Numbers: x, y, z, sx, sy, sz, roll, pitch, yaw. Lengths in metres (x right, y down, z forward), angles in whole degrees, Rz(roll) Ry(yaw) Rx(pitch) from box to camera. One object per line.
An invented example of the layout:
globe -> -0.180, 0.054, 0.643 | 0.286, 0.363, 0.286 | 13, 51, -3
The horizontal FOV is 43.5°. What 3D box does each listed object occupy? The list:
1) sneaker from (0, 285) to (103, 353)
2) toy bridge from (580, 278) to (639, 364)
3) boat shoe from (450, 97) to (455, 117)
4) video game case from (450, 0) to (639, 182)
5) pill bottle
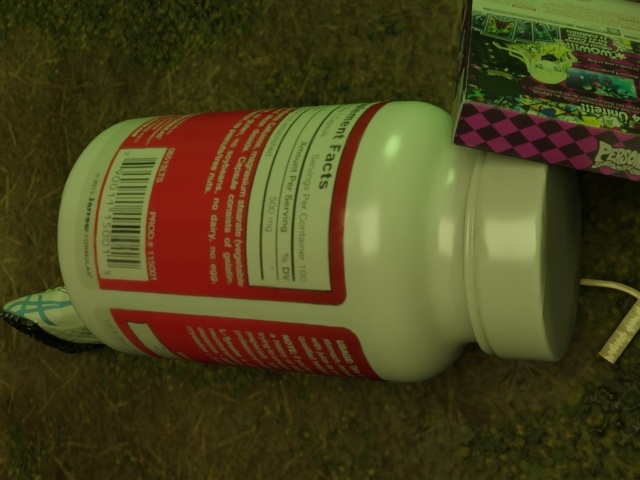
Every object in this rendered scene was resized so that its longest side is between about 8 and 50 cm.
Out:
sneaker -> -0.258, 0.073, 0.896 | 0.237, 0.085, 0.086 | -6, 54, 28
toy bridge -> 0.259, 0.075, 0.673 | 0.188, 0.026, 0.063 | 37, 98, 25
boat shoe -> 0.178, -0.167, 0.714 | 0.073, 0.073, 0.207 | 22, 93, 28
video game case -> 0.217, -0.120, 0.593 | 0.232, 0.210, 0.042 | 12, 132, 2
pill bottle -> 0.000, 0.000, 0.688 | 0.407, 0.229, 0.229 | 2, 84, 27
